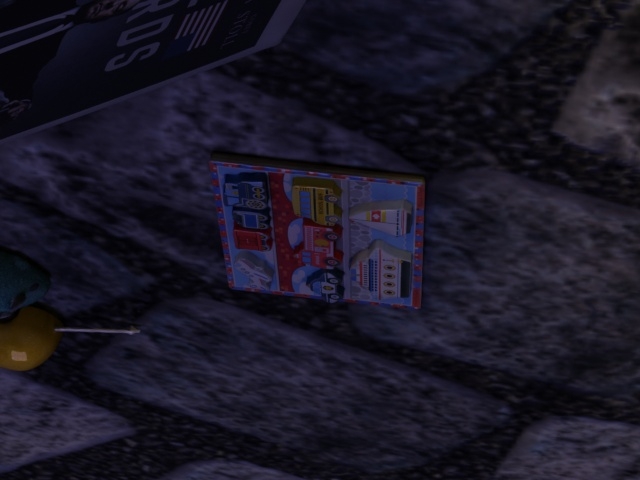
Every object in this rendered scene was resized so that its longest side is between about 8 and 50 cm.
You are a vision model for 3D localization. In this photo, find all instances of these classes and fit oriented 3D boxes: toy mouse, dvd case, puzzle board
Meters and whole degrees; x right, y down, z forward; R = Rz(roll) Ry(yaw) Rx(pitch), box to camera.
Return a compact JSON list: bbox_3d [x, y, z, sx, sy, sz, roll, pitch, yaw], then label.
[{"bbox_3d":[-0.198,0.031,0.986,0.161,0.031,0.143,-3,150,23],"label":"toy mouse"},{"bbox_3d":[-0.090,-0.078,0.590,0.238,0.030,0.179,-22,166,-27],"label":"dvd case"},{"bbox_3d":[0.000,0.000,0.885,0.096,0.011,0.128,7,153,6],"label":"puzzle board"}]
